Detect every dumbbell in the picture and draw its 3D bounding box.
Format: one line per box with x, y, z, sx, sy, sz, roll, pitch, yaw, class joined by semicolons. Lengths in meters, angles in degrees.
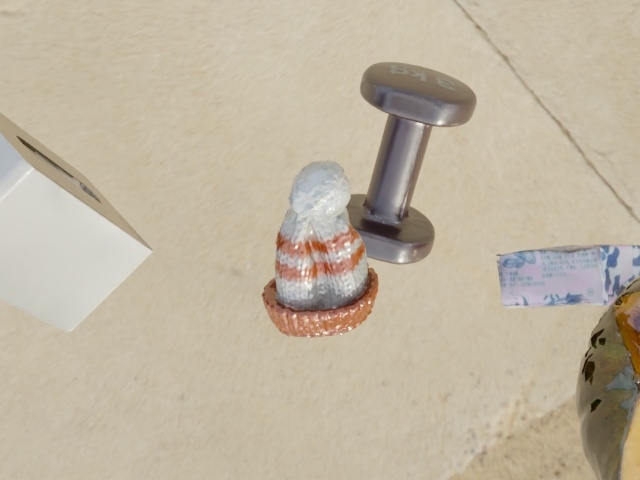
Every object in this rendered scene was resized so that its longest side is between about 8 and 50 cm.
0.094;-0.093;1.149;0.140;0.124;0.225;15;116;5;dumbbell

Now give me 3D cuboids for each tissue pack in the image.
-0.322;-0.026;1.012;0.136;0.246;0.159;-46;61;-2;tissue pack

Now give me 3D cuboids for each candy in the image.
0.292;0.042;1.126;0.160;0.092;0.073;-7;88;51;candy

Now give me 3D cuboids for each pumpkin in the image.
0.205;0.064;0.504;0.119;0.107;0.183;37;99;-29;pumpkin

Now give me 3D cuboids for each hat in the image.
0.000;0.000;0.825;0.093;0.112;0.162;25;136;39;hat
